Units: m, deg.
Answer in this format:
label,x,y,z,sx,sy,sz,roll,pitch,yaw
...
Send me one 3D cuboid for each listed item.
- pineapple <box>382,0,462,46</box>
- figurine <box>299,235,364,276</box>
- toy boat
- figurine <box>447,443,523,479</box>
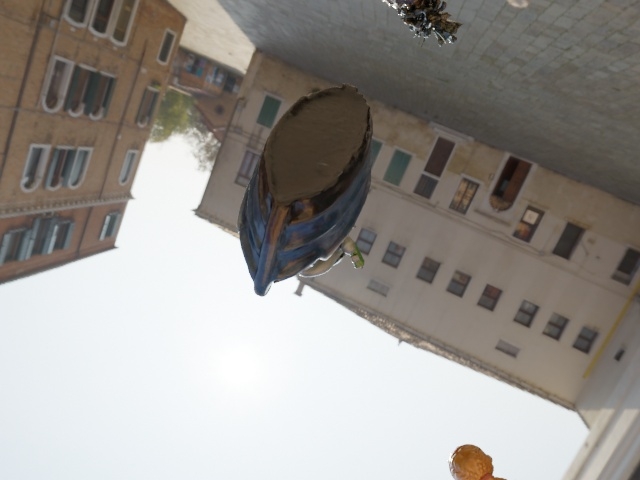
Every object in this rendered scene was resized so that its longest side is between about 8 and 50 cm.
label,x,y,z,sx,sy,sz,roll,pitch,yaw
pineapple,0.249,-0.631,1.236,0.340,0.169,0.169,42,180,-30
figurine,0.000,0.000,0.858,0.147,0.126,0.192,-9,175,3
toy boat,-0.010,-0.062,0.542,0.129,0.143,0.309,18,-132,7
figurine,0.166,0.244,0.451,0.109,0.064,0.047,54,168,-2
